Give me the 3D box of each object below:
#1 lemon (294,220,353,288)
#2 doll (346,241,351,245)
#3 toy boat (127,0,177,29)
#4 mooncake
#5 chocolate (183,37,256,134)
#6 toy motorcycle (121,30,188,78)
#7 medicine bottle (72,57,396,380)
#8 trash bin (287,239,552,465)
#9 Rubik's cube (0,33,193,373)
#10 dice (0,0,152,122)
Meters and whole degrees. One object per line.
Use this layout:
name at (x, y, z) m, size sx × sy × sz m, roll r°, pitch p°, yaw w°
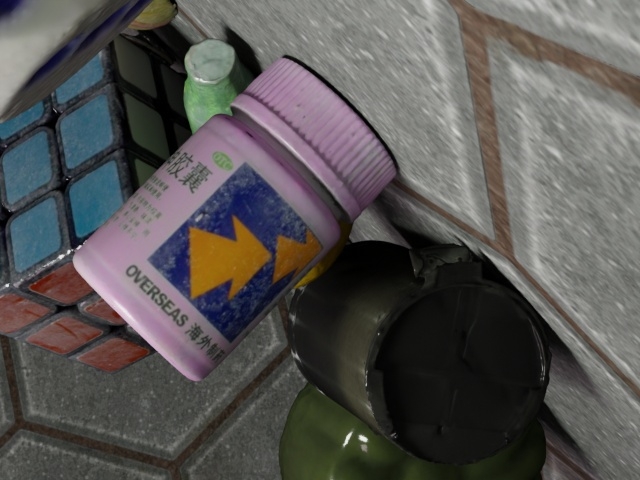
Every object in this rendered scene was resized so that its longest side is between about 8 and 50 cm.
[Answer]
lemon at (-0.044, -0.033, 1.442) m, size 0.170 × 0.170 × 0.207 m, roll 49°, pitch -164°, yaw -32°
doll at (0.000, 0.000, 1.904) m, size 0.096 × 0.070 × 0.195 m, roll 5°, pitch 150°, yaw 27°
toy boat at (-0.292, -0.322, 1.563) m, size 0.293 × 0.111 × 0.276 m, roll 33°, pitch 178°, yaw 14°
mooncake at (0.126, 0.299, 1.698) m, size 0.356 × 0.356 × 0.194 m, roll 49°, pitch 170°, yaw -35°
chocolate at (-0.110, -0.155, 1.483) m, size 0.110 × 0.110 × 0.291 m, roll 44°, pitch 171°, yaw 11°
toy motorcycle at (-0.245, -0.241, 1.856) m, size 0.229 × 0.094 × 0.130 m, roll 31°, pitch 176°, yaw 7°
medicine bottle at (-0.082, -0.021, 1.257) m, size 0.178 × 0.291 × 0.178 m, roll 44°, pitch 174°, yaw 6°
trash bin at (0.099, 0.117, 1.398) m, size 0.301 × 0.203 × 0.252 m, roll -160°, pitch 62°, yaw -73°
Rubik's cube at (-0.280, -0.043, 1.672) m, size 0.303 × 0.305 × 0.301 m, roll 32°, pitch -145°, yaw -53°
dice at (-0.262, -0.262, 1.072) m, size 0.243 × 0.251 × 0.259 m, roll 47°, pitch 173°, yaw -4°
